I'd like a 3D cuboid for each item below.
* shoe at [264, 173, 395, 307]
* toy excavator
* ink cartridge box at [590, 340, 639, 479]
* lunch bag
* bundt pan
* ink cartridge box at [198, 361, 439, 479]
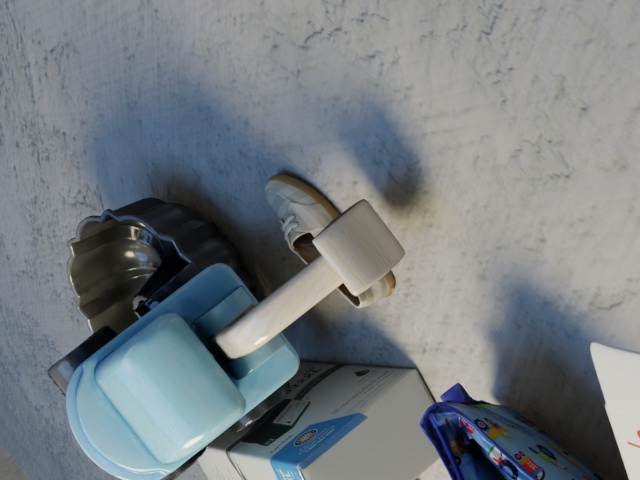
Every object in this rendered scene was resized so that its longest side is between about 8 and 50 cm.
[{"bbox_3d":[0.000,0.000,1.511,0.219,0.058,0.076,44,150,17],"label":"shoe"},{"bbox_3d":[-0.115,0.131,1.465,0.222,0.433,0.445,53,170,-3],"label":"toy excavator"},{"bbox_3d":[0.397,0.220,1.102,0.207,0.119,0.353,13,133,51],"label":"ink cartridge box"},{"bbox_3d":[0.233,0.272,1.316,0.293,0.138,0.221,52,-164,22],"label":"lunch bag"},{"bbox_3d":[-0.225,0.077,1.818,0.330,0.124,0.331,22,130,29],"label":"bundt pan"},{"bbox_3d":[-0.006,0.280,1.654,0.307,0.223,0.129,-6,116,58],"label":"ink cartridge box"}]
